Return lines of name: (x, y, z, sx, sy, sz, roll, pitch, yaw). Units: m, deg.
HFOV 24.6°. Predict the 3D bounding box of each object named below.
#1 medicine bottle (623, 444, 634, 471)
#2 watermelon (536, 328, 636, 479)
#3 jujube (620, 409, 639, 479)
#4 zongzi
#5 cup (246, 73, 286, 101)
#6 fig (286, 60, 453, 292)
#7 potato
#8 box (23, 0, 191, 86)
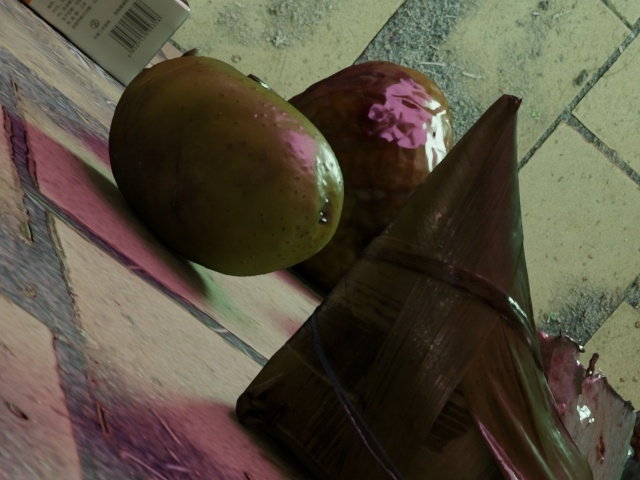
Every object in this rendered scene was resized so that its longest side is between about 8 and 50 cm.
medicine bottle: (0.161, 0.143, 1.421, 0.293, 0.141, 0.141, 41, 6, 8)
watermelon: (0.157, 0.153, 1.135, 0.224, 0.180, 0.305, 59, 11, 24)
jujube: (0.407, 0.291, 1.575, 0.246, 0.215, 0.308, 67, 11, 9)
zongzi: (0.118, 0.085, 0.911, 0.251, 0.274, 0.125, 42, 13, 16)
cup: (-0.089, -0.087, 1.492, 0.199, 0.150, 0.199, 40, 6, -5)
fig: (-0.022, -0.083, 1.745, 0.369, 0.286, 0.286, 11, 3, 7)
potato: (-0.083, -0.063, 1.259, 0.143, 0.169, 0.248, -17, 36, -40)
box: (-0.354, -0.386, 2.055, 0.341, 0.143, 0.225, 40, 6, -14)
